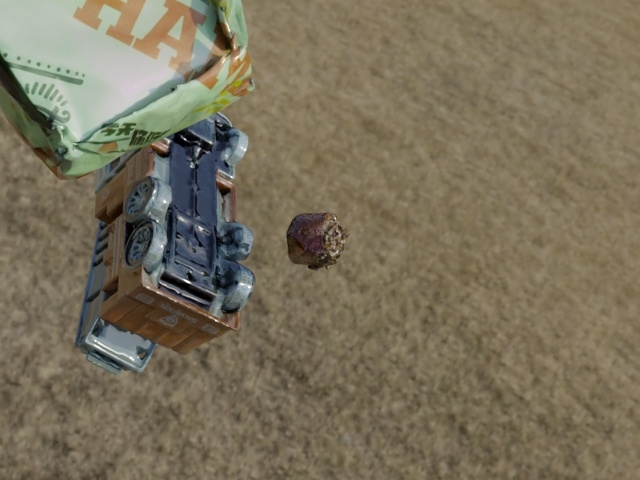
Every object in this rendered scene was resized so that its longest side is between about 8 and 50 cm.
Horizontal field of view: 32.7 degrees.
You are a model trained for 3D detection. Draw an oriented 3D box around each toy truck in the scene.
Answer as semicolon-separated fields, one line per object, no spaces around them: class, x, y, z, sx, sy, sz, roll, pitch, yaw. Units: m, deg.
toy truck;-0.183;-0.029;1.189;0.133;0.184;0.338;30;39;-34

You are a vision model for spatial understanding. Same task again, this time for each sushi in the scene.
sushi;0.000;0.000;1.065;0.055;0.052;0.120;9;-11;8

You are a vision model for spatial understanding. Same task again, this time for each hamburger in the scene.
hamburger;-0.169;-0.175;0.829;0.214;0.125;0.235;-36;83;-26
